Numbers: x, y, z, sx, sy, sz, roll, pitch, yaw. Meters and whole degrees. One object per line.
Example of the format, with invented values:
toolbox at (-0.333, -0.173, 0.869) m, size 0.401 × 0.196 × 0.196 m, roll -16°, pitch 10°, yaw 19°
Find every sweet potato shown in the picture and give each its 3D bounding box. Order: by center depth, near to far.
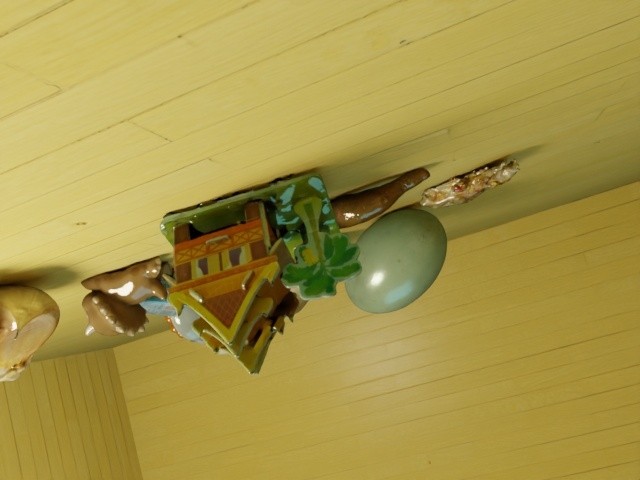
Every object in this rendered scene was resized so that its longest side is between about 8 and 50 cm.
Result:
sweet potato at (0.096, -0.087, 1.312) m, size 0.346 × 0.079 × 0.108 m, roll -23°, pitch -162°, yaw 28°

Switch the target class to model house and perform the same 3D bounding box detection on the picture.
model house at (-0.093, 0.087, 1.033) m, size 0.357 × 0.313 × 0.242 m, roll -16°, pitch 144°, yaw 2°

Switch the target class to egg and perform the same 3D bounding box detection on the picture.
egg at (0.238, 0.068, 1.769) m, size 0.389 × 0.276 × 0.276 m, roll -49°, pitch 162°, yaw 14°

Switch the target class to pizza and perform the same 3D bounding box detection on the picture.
pizza at (0.429, -0.154, 1.508) m, size 0.189 × 0.071 × 0.297 m, roll -7°, pitch 167°, yaw -43°

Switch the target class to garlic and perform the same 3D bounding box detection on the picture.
garlic at (-0.720, 0.204, 1.174) m, size 0.286 × 0.250 × 0.313 m, roll 5°, pitch 143°, yaw -24°

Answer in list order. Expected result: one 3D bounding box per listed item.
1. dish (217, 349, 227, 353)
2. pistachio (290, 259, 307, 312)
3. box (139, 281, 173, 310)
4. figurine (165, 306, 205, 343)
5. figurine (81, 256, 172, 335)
dish at (-0.254, 0.249, 1.883) m, size 0.124 × 0.324 × 0.324 m, roll 20°, pitch 161°, yaw -13°
pistachio at (-0.105, 0.068, 1.365) m, size 0.229 × 0.238 × 0.321 m, roll -13°, pitch -179°, yaw 13°
box at (-0.491, 0.170, 1.656) m, size 0.142 × 0.083 × 0.232 m, roll 9°, pitch 163°, yaw -22°
figurine at (-0.493, 0.235, 2.084) m, size 0.205 × 0.225 × 0.382 m, roll -37°, pitch -160°, yaw -10°
figurine at (-0.501, 0.164, 1.431) m, size 0.247 × 0.173 × 0.177 m, roll -15°, pitch 171°, yaw -5°
